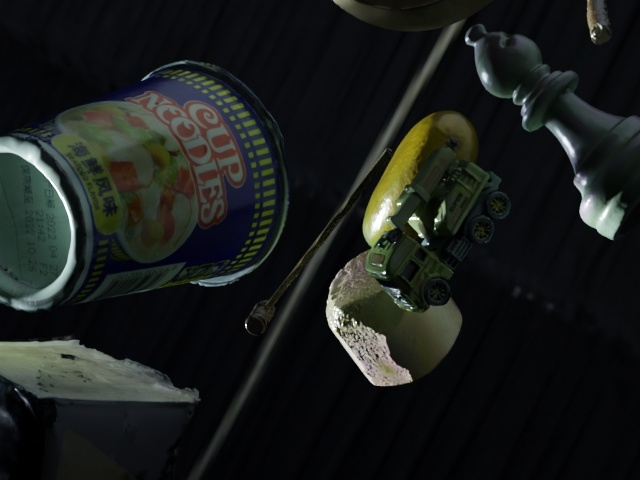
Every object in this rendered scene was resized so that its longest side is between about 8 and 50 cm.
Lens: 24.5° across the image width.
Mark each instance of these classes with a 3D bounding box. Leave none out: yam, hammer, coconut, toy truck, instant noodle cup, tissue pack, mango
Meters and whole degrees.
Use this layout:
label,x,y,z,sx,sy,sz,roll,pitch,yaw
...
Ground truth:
label,x,y,z,sx,sy,sz,roll,pitch,yaw
yam,0.369,-0.303,1.955,0.032,0.032,0.145,27,-146,-11
hammer,0.000,0.000,1.790,0.029,0.292,0.058,36,-158,-5
coconut,0.092,0.094,1.751,0.147,0.147,0.152,25,154,56
toy truck,0.115,-0.016,1.542,0.100,0.169,0.077,40,170,-21
instant noodle cup,-0.234,-0.047,1.662,0.284,0.284,0.312,26,-154,27
tissue pack,-0.335,0.329,1.678,0.253,0.416,0.264,18,-174,37
mango,0.118,-0.062,1.815,0.091,0.237,0.137,30,-145,0

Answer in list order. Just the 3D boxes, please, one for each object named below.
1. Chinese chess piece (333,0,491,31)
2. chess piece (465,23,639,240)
label,x,y,z,sx,sy,sz,roll,pitch,yaw
Chinese chess piece,0.100,-0.351,1.564,0.257,0.257,0.104,27,-176,18
chess piece,0.254,-0.137,1.547,0.271,0.139,0.139,45,-176,16
